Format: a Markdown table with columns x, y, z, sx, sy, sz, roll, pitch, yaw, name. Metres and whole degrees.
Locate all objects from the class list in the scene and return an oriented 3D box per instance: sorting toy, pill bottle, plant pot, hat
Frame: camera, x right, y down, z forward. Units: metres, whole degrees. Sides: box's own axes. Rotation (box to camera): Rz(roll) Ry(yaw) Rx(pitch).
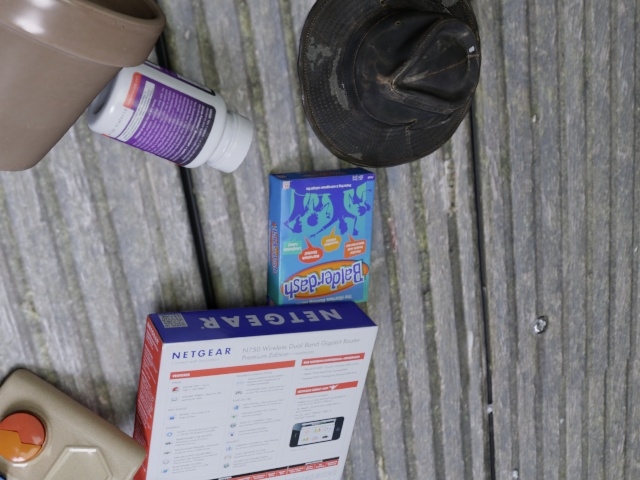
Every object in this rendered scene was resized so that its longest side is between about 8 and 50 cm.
| x | y | z | sx | sy | sz | roll | pitch | yaw | name |
| --- | --- | --- | --- | --- | --- | --- | --- | --- | --- |
| -0.334 | 0.340 | 1.017 | 0.307 | 0.041 | 0.229 | 35 | 69 | -5 | sorting toy |
| -0.189 | -0.157 | 1.007 | 0.193 | 0.108 | 0.108 | 21 | 95 | -32 | pill bottle |
| -0.337 | -0.208 | 0.850 | 0.263 | 0.263 | 0.229 | 22 | 111 | -32 | plant pot |
| 0.137 | -0.245 | 1.145 | 0.331 | 0.134 | 0.331 | -10 | 111 | -26 | hat |

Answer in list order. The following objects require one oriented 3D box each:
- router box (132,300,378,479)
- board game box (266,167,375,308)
| x | y | z | sx | sy | sz | roll | pitch | yaw | name |
| --- | --- | --- | --- | --- | --- | --- | --- | --- | --- |
| -0.101 | 0.248 | 1.171 | 0.335 | 0.082 | 0.301 | 0 | 115 | -29 | router box |
| 0.000 | 0.000 | 1.195 | 0.160 | 0.047 | 0.210 | -8 | 110 | -27 | board game box |
